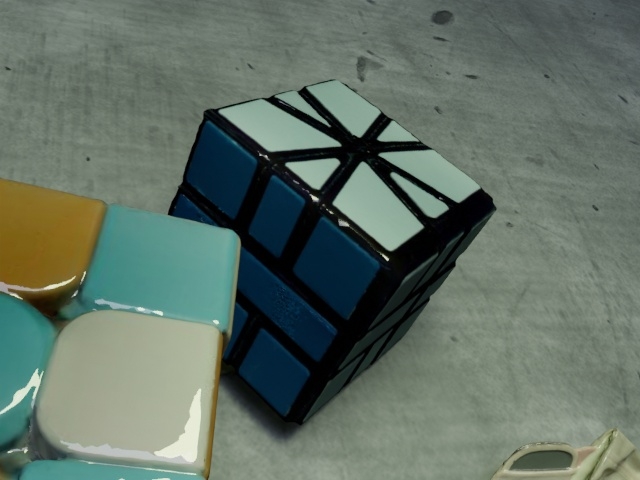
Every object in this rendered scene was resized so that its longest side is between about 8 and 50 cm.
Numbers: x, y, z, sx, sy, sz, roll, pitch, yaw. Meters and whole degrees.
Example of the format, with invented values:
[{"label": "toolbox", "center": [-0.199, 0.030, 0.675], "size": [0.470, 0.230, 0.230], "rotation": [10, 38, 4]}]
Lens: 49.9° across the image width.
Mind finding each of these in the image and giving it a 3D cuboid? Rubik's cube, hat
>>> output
[{"label": "Rubik's cube", "center": [0.000, 0.000, 0.861], "size": [0.288, 0.284, 0.293], "rotation": [39, 38, 15]}, {"label": "hat", "center": [0.321, 0.359, 0.825], "size": [0.225, 0.164, 0.220], "rotation": [-19, 47, 12]}, {"label": "Rubik's cube", "center": [-0.273, 0.182, 0.533], "size": [0.346, 0.347, 0.345], "rotation": [12, 43, -11]}]

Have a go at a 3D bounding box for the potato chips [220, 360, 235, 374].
[{"label": "potato chips", "center": [-0.159, 0.117, 0.885], "size": [0.209, 0.026, 0.142], "rotation": [-16, 59, -33]}]
